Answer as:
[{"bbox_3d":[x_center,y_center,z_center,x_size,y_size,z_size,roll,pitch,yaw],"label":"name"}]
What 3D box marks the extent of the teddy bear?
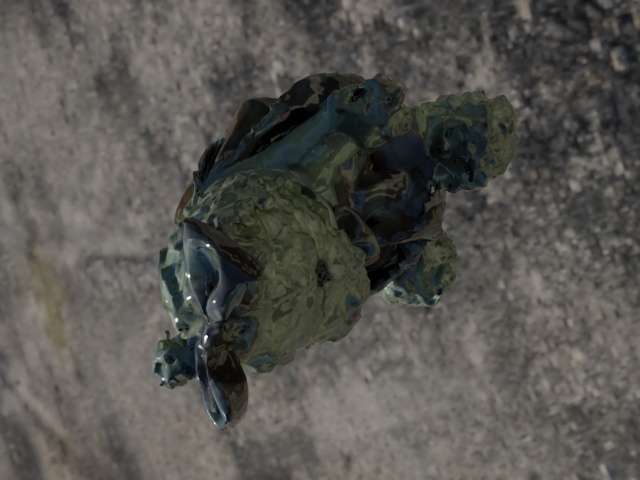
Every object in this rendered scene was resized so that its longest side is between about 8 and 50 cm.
[{"bbox_3d":[-0.013,-0.012,0.528,0.111,0.213,0.133,32,121,20],"label":"teddy bear"}]
